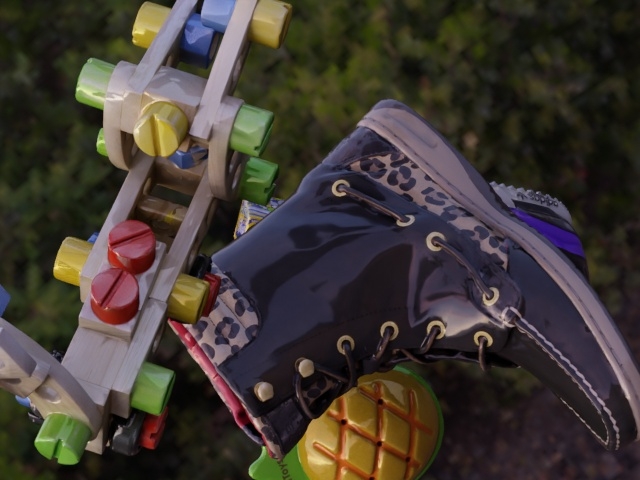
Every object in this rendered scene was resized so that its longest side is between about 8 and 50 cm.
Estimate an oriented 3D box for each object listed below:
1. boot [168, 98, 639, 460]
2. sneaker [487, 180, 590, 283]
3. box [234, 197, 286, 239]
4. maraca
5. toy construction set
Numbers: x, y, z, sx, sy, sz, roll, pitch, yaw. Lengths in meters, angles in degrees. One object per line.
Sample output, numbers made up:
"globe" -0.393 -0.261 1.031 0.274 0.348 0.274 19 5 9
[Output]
"boot" 0.064 0.084 1.500 0.284 0.138 0.377 -35 67 -12
"sneaker" 0.142 0.020 1.709 0.102 0.293 0.146 -55 41 39
"box" 0.000 0.000 1.858 0.059 0.169 0.054 -104 27 -61
"maraca" 0.026 0.188 1.665 0.185 0.127 0.099 -28 6 -9
"toy construction set" -0.125 0.007 1.096 0.328 0.151 0.215 -52 -14 -30
